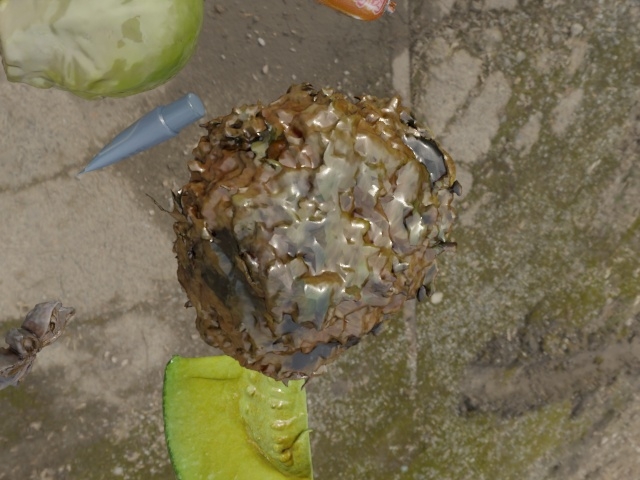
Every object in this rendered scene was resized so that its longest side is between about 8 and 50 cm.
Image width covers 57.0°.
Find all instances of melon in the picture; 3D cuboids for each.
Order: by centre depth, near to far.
[{"bbox_3d":[-0.104,0.362,0.977,0.226,0.343,0.331,-32,126,23],"label":"melon"}]

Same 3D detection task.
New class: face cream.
[{"bbox_3d":[-0.478,-0.276,1.562,0.385,0.135,0.086,-22,116,21],"label":"face cream"}]

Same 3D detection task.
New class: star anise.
[{"bbox_3d":[-0.532,0.187,1.049,0.063,0.172,0.208,37,87,-1],"label":"star anise"}]

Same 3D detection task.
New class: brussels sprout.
[{"bbox_3d":[-0.303,-0.331,0.844,0.317,0.274,0.242,-35,107,-49],"label":"brussels sprout"}]

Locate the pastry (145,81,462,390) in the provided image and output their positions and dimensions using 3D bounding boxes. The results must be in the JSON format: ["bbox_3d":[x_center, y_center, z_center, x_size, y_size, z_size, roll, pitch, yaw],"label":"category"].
[{"bbox_3d":[0.000,0.000,0.503,0.275,0.193,0.274,-4,106,-14],"label":"pastry"}]

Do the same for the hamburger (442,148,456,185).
[{"bbox_3d":[0.247,-0.178,1.512,0.186,0.113,0.177,35,69,-3],"label":"hamburger"}]

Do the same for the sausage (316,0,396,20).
[{"bbox_3d":[-0.005,-0.439,0.954,0.312,0.093,0.093,17,112,-27],"label":"sausage"}]
